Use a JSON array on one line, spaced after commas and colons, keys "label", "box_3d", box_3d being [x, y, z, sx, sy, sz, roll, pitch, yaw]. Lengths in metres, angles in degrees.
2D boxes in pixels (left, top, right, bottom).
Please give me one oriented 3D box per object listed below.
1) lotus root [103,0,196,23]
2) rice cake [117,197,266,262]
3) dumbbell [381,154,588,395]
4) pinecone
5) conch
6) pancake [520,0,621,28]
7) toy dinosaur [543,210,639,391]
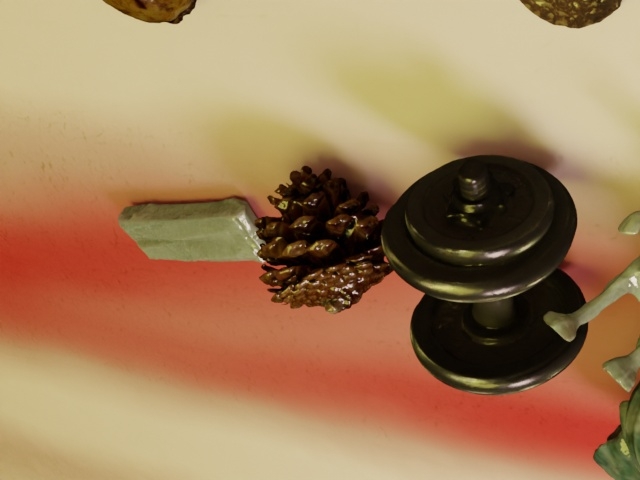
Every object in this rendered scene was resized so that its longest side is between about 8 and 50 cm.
[{"label": "lotus root", "box_3d": [-0.222, -0.319, 1.320, 0.110, 0.097, 0.258, -14, 119, 50]}, {"label": "rice cake", "box_3d": [-0.158, -0.011, 1.668, 0.226, 0.040, 0.085, 0, 132, 39]}, {"label": "dumbbell", "box_3d": [0.169, 0.036, 1.324, 0.192, 0.192, 0.290, 13, 139, 28]}, {"label": "pinecone", "box_3d": [0.000, 0.000, 1.461, 0.174, 0.173, 0.173, 22, 143, 18]}, {"label": "conch", "box_3d": [0.386, 0.196, 1.344, 0.220, 0.277, 0.195, -19, 100, 9]}, {"label": "pancake", "box_3d": [0.209, -0.231, 1.138, 0.115, 0.011, 0.115, 22, 143, 18]}, {"label": "toy dinosaur", "box_3d": [0.323, 0.059, 1.260, 0.092, 0.205, 0.393, 44, 172, 34]}]
